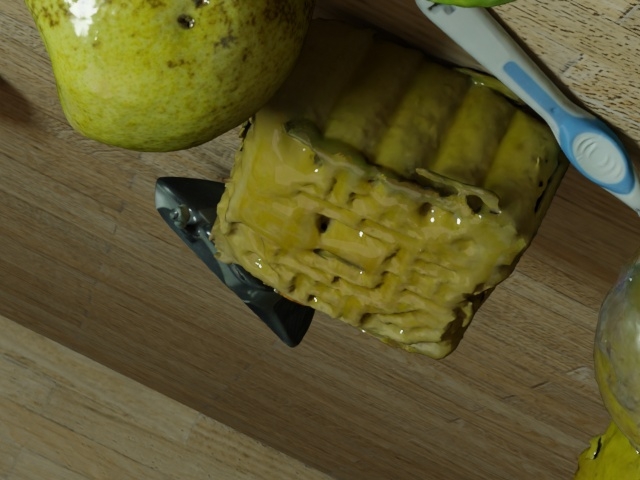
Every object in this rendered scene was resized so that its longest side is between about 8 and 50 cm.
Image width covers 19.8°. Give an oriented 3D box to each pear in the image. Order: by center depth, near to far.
[{"bbox_3d":[-0.091,-0.156,1.148,0.197,0.197,0.197,24,165,7],"label":"pear"}]

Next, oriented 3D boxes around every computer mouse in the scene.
[{"bbox_3d":[-0.074,0.001,1.752,0.167,0.090,0.379,44,179,15],"label":"computer mouse"}]

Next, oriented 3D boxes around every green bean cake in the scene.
[{"bbox_3d":[0.043,-0.033,1.338,0.229,0.131,0.224,25,146,0],"label":"green bean cake"}]

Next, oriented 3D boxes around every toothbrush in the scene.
[{"bbox_3d":[0.186,-0.066,1.269,0.040,0.040,0.386,8,158,47],"label":"toothbrush"}]

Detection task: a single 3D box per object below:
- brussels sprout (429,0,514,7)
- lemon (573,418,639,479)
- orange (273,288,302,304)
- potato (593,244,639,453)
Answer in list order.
[{"bbox_3d":[0.084,-0.176,0.884,0.181,0.139,0.100,17,156,41],"label":"brussels sprout"},{"bbox_3d":[0.377,0.232,1.559,0.321,0.268,0.268,23,165,10],"label":"lemon"},{"bbox_3d":[0.002,0.001,1.643,0.135,0.118,0.135,21,170,4],"label":"orange"},{"bbox_3d":[0.295,0.082,1.267,0.266,0.229,0.229,37,161,-30],"label":"potato"}]
